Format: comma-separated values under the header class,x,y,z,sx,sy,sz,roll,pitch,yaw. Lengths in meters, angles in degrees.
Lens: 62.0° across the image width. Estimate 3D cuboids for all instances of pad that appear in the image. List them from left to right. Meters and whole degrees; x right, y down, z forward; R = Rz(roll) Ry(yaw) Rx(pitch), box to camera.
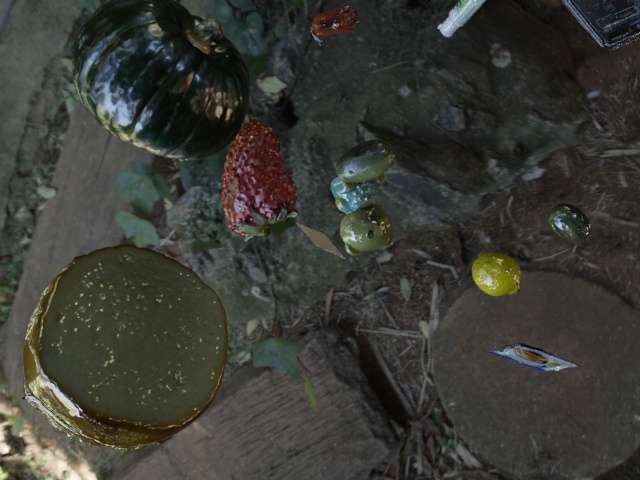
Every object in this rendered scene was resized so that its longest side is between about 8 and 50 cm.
class,x,y,z,sx,sy,sz,roll,pitch,yaw
pad,0.000,0.000,1.476,0.003,0.112,0.157,-50,34,-12

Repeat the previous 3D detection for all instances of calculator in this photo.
class,x,y,z,sx,sy,sz,roll,pitch,yaw
calculator,0.668,-0.576,1.265,0.165,0.028,0.274,-24,71,-7

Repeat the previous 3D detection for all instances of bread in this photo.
class,x,y,z,sx,sy,sz,roll,pitch,yaw
bread,-0.209,0.115,0.596,0.070,0.236,0.236,-38,75,34

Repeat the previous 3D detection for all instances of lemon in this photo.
class,x,y,z,sx,sy,sz,roll,pitch,yaw
lemon,0.438,0.084,1.320,0.133,0.109,0.109,47,118,21

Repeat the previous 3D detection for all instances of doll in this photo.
class,x,y,z,sx,sy,sz,roll,pitch,yaw
doll,0.135,-0.091,1.719,0.161,0.176,0.261,-18,87,66

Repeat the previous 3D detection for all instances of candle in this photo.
class,x,y,z,sx,sy,sz,roll,pitch,yaw
candle,0.019,-0.363,0.901,0.053,0.162,0.048,-41,115,-6

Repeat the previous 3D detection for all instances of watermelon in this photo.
class,x,y,z,sx,sy,sz,roll,pitch,yaw
watermelon,0.591,-0.039,1.261,0.110,0.078,0.078,44,120,-6

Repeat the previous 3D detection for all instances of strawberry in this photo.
class,x,y,z,sx,sy,sz,roll,pitch,yaw
strawberry,-0.197,-0.161,1.372,0.233,0.137,0.307,-29,78,35

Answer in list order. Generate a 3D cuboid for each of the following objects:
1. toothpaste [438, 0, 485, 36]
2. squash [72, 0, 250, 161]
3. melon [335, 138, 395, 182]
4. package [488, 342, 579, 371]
class,x,y,z,sx,sy,sz,roll,pitch,yaw
toothpaste,0.421,-0.646,1.350,0.058,0.056,0.314,46,136,1
squash,-0.184,-0.196,0.647,0.218,0.218,0.173,32,106,26
melon,0.115,-0.204,1.387,0.162,0.099,0.099,-23,83,16
package,0.563,0.314,1.420,0.171,0.173,0.027,18,67,-4
